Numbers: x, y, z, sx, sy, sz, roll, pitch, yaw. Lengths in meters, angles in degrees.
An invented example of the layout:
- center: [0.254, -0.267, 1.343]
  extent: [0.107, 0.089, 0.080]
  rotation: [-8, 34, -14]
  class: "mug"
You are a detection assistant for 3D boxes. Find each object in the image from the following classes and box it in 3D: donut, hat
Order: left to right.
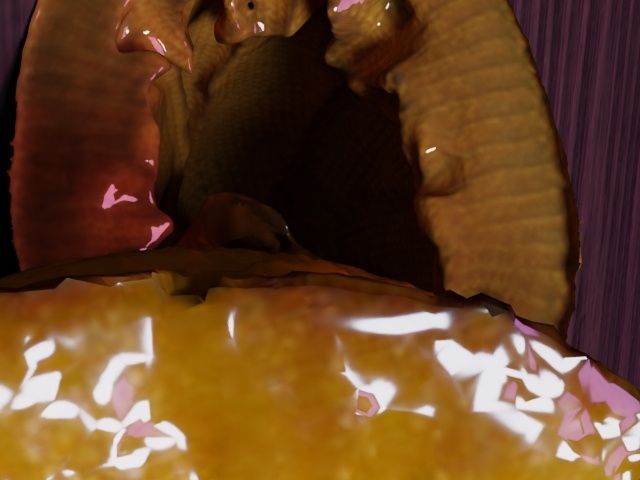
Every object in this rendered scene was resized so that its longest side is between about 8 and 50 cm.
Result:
- center: [-0.022, 0.201, 0.585]
  extent: [0.163, 0.377, 0.435]
  rotation: [-135, -145, -74]
  class: "donut"
- center: [0.000, 0.000, 0.793]
  extent: [0.233, 0.244, 0.233]
  rotation: [-64, 168, -11]
  class: "hat"
